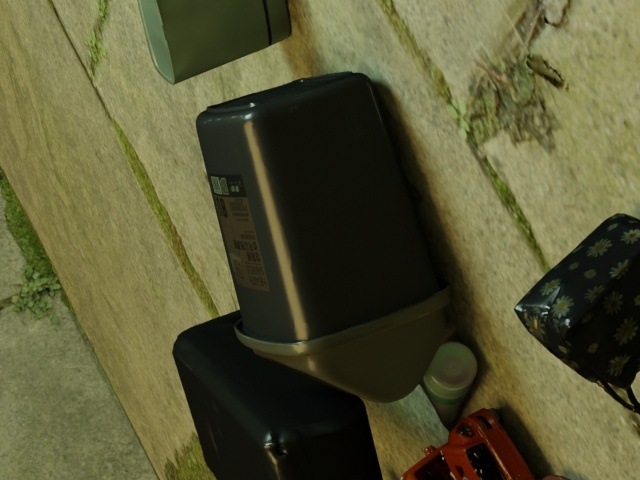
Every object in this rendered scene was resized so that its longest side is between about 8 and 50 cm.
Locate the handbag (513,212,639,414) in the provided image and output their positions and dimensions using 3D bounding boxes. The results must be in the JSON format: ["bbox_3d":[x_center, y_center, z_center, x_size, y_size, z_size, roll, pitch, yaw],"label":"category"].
[{"bbox_3d":[0.221,0.064,1.123,0.139,0.115,0.072,52,165,-16],"label":"handbag"}]

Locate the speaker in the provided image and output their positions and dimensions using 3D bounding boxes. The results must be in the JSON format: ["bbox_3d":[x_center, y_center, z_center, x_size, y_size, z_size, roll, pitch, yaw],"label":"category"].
[{"bbox_3d":[-0.018,0.185,1.698,0.388,0.184,0.180,-143,35,-64],"label":"speaker"}]

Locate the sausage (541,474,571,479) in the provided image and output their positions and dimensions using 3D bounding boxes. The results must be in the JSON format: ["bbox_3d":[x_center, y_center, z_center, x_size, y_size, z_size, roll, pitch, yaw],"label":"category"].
[{"bbox_3d":[0.232,0.233,1.387,0.030,0.035,0.147,39,173,-29],"label":"sausage"}]

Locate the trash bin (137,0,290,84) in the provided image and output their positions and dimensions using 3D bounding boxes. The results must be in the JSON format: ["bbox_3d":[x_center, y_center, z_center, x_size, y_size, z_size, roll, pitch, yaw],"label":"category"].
[{"bbox_3d":[-0.102,-0.224,1.561,0.059,0.130,0.116,41,150,48],"label":"trash bin"}]

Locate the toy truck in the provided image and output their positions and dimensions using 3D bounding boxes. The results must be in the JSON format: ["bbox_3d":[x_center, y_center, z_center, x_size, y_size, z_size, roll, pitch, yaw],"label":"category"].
[{"bbox_3d":[0.131,0.260,1.567,0.107,0.114,0.253,59,162,21],"label":"toy truck"}]

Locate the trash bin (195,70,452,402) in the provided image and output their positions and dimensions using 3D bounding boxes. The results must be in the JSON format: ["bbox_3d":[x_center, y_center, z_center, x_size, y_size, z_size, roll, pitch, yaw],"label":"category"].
[{"bbox_3d":[0.000,0.000,1.506,0.209,0.182,0.290,11,118,69],"label":"trash bin"}]

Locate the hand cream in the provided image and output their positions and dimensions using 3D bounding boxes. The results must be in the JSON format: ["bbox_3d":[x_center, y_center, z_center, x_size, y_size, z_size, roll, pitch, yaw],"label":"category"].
[{"bbox_3d":[0.117,0.139,1.576,0.076,0.047,0.174,59,169,12],"label":"hand cream"}]
